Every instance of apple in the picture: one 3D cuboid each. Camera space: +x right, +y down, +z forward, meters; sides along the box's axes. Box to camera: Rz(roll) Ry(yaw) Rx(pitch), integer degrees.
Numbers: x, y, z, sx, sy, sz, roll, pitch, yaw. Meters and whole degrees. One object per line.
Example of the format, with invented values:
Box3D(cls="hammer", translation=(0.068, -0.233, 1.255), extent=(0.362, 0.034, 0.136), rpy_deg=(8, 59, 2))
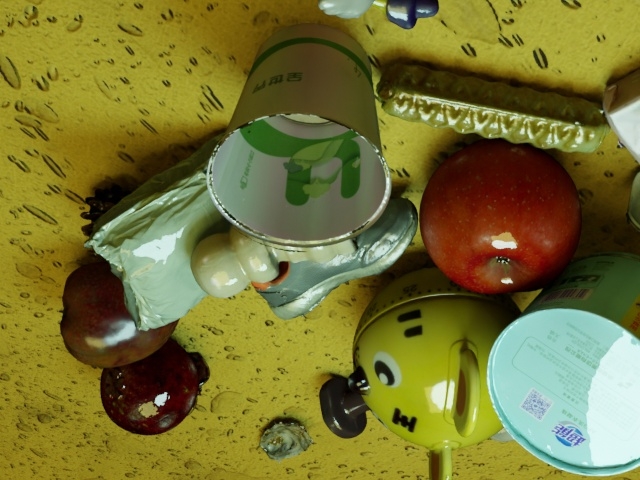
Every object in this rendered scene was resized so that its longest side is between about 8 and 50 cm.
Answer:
Box3D(cls="apple", translation=(0.293, -0.032, 1.480), extent=(0.260, 0.216, 0.260), rpy_deg=(3, 141, 2))

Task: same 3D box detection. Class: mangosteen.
Box3D(cls="mangosteen", translation=(-0.341, 0.307, 1.954), extent=(0.215, 0.215, 0.257), rpy_deg=(-30, 158, 33))

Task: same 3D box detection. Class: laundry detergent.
Box3D(cls="laundry detergent", translation=(0.462, 0.181, 1.493), extent=(0.287, 0.305, 0.287), rpy_deg=(14, 116, 30))

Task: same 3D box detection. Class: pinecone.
Box3D(cls="pinecone", translation=(-0.364, -0.028, 1.625), extent=(0.140, 0.121, 0.140), rpy_deg=(14, 148, 9))

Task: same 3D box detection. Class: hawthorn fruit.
Box3D(cls="hawthorn fruit", translation=(-0.377, 0.136, 1.763), extent=(0.248, 0.208, 0.208), rpy_deg=(-6, 138, -5))

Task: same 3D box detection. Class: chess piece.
Box3D(cls="chess piece", translation=(-0.083, 0.006, 1.457), extent=(0.261, 0.143, 0.143), rpy_deg=(-26, 133, 1))

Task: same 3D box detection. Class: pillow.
Box3D(cls="pillow", translation=(-0.230, 0.000, 1.562), extent=(0.310, 0.138, 0.283), rpy_deg=(-37, 141, -14))

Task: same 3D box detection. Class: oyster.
Box3D(cls="oyster", translation=(-0.088, 0.484, 2.210), extent=(0.105, 0.056, 0.177), rpy_deg=(29, 134, -7))

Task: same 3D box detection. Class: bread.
Box3D(cls="bread", translation=(0.264, -0.200, 1.395), extent=(0.367, 0.077, 0.084), rpy_deg=(10, 121, -6))

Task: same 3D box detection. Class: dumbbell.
Box3D(cls="dumbbell", translation=(0.115, 0.329, 1.954), extent=(0.225, 0.140, 0.124), rpy_deg=(-31, 144, 32))

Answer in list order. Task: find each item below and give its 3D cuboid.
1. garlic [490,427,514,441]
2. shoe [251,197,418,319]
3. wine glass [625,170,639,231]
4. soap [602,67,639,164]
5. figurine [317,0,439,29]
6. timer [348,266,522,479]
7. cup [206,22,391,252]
Box3D(cls="garlic", translation=(0.408, 0.359, 1.955), extent=(0.178, 0.143, 0.229), rpy_deg=(20, 127, -13))
Box3D(cls="shoe", translation=(0.000, 0.000, 1.582), extent=(0.336, 0.132, 0.171), rpy_deg=(-33, 131, 23))
Box3D(cls="wine glass", translation=(0.618, -0.043, 1.485), extent=(0.196, 0.165, 0.165), rpy_deg=(28, 134, -34))
Box3D(cls="soap", translation=(0.569, -0.209, 1.331), extent=(0.273, 0.098, 0.218), rpy_deg=(-29, 120, 33))
Box3D(cls="figurine", translation=(-0.029, -0.367, 1.164), extent=(0.421, 0.193, 0.154), rpy_deg=(19, 140, -7))
Box3D(cls="timer", translation=(0.223, 0.245, 1.667), extent=(0.376, 0.387, 0.376), rpy_deg=(1, 136, 1))
Box3D(cls="cup", translation=(-0.024, -0.165, 1.325), extent=(0.253, 0.274, 0.253), rpy_deg=(2, 137, 2))
